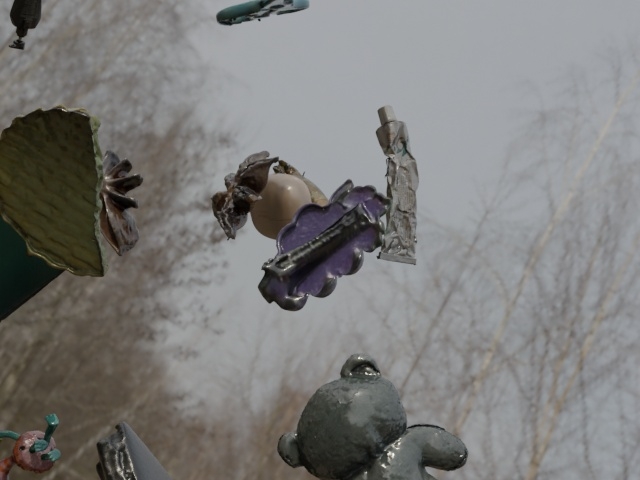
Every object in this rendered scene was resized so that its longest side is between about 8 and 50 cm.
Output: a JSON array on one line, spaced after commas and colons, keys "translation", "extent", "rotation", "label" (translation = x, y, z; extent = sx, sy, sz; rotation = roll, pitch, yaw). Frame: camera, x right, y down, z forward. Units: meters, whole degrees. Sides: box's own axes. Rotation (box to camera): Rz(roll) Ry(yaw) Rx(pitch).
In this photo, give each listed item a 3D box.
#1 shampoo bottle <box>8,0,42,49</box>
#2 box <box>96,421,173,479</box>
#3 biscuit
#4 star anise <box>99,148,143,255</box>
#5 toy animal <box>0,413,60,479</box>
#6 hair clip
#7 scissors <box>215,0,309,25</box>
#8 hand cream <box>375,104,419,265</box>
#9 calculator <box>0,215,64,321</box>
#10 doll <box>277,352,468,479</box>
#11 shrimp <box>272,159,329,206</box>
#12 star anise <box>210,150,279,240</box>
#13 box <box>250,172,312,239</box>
[{"translation": [-0.429, -0.346, 1.679], "extent": [0.048, 0.137, 0.027], "rotation": [-4, 33, -41], "label": "shampoo bottle"}, {"translation": [-0.270, 0.517, 1.953], "extent": [0.350, 0.091, 0.359], "rotation": [72, -7, -59], "label": "box"}, {"translation": [-0.397, -0.079, 1.675], "extent": [0.187, 0.036, 0.273], "rotation": [12, -60, 12], "label": "biscuit"}, {"translation": [-0.465, -0.092, 2.452], "extent": [0.257, 0.198, 0.110], "rotation": [21, -9, 35], "label": "star anise"}, {"translation": [-0.497, 0.347, 1.859], "extent": [0.208, 0.100, 0.103], "rotation": [-31, -92, 32], "label": "toy animal"}, {"translation": [0.000, 0.000, 1.388], "extent": [0.124, 0.195, 0.052], "rotation": [54, 5, 31], "label": "hair clip"}, {"translation": [-0.087, -0.427, 2.049], "extent": [0.393, 0.180, 0.032], "rotation": [-156, -126, -78], "label": "scissors"}, {"translation": [0.121, -0.091, 1.824], "extent": [0.084, 0.257, 0.050], "rotation": [6, -14, -43], "label": "hand cream"}, {"translation": [-0.542, 0.009, 1.816], "extent": [0.274, 0.248, 0.058], "rotation": [37, 23, -41], "label": "calculator"}, {"translation": [0.094, 0.352, 1.709], "extent": [0.340, 0.246, 0.158], "rotation": [49, -5, -6], "label": "doll"}, {"translation": [0.001, -0.073, 2.538], "extent": [0.296, 0.058, 0.169], "rotation": [47, -1, 39], "label": "shrimp"}, {"translation": [-0.142, -0.095, 2.085], "extent": [0.063, 0.172, 0.208], "rotation": [32, 4, -15], "label": "star anise"}, {"translation": [-0.086, -0.072, 2.463], "extent": [0.200, 0.088, 0.146], "rotation": [7, -71, 61], "label": "box"}]
